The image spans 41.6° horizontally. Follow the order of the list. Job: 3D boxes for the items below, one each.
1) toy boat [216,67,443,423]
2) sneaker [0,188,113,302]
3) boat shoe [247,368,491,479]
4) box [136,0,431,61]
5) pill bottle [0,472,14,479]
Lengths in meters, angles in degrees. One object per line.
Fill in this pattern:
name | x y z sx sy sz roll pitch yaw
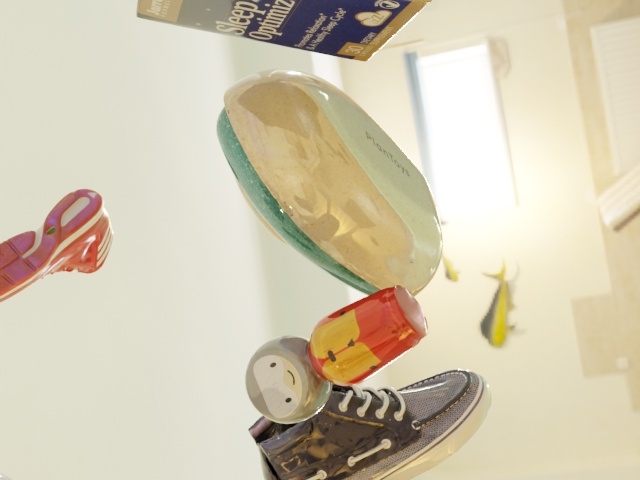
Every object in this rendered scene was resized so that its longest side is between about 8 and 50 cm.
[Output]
toy boat | 0.000 0.000 0.721 0.267 0.148 0.318 41 -152 -33
sneaker | -0.380 0.037 1.203 0.087 0.221 0.128 40 159 30
boat shoe | 0.068 0.235 1.113 0.127 0.340 0.158 23 141 62
box | -0.050 -0.180 0.596 0.136 0.225 0.036 161 117 -74
pill bottle | -0.279 0.269 0.575 0.245 0.136 0.136 -113 10 -77
